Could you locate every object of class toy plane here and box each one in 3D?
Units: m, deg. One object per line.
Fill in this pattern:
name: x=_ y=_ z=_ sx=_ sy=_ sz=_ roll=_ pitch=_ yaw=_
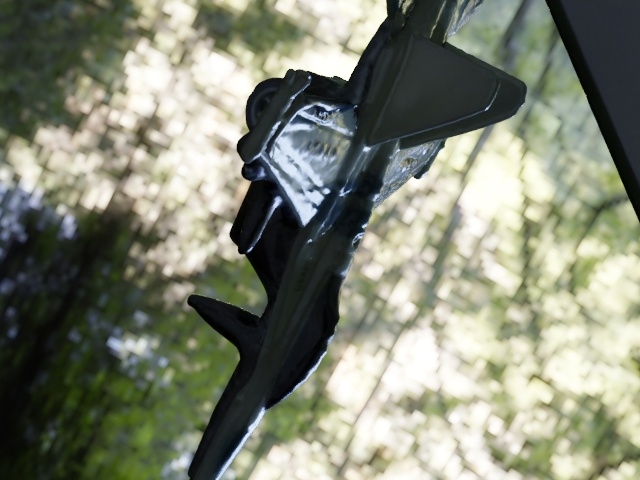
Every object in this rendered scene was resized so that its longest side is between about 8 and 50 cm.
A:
toy plane: x=-0.008 y=-0.006 z=0.841 sx=0.088 sy=0.262 sz=0.192 roll=40 pitch=-166 yaw=19

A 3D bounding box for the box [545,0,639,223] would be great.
box: x=0.149 y=-0.107 z=0.443 sx=0.148 sy=0.177 sz=0.195 roll=-16 pitch=-98 yaw=-53
